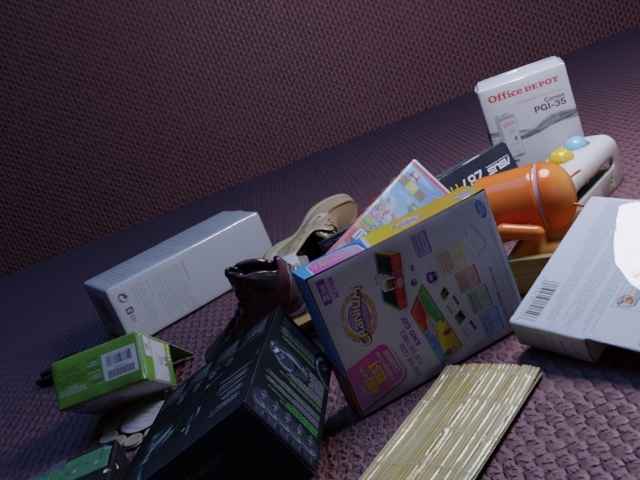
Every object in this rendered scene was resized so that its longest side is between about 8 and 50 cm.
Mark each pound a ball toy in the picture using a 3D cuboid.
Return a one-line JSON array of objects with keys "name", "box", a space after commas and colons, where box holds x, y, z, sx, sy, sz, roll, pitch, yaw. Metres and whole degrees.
[{"name": "pound a ball toy", "box": [0.478, -0.118, 1.503, 0.208, 0.135, 0.319, -4, 24, 47]}]

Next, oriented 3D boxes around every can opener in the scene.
[{"name": "can opener", "box": [-0.609, 0.306, 1.684, 0.186, 0.073, 0.059, -23, 22, 29]}]

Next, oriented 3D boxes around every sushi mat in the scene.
[{"name": "sushi mat", "box": [0.165, 0.255, 0.920, 0.151, 0.019, 0.316, -8, 21, 42]}]

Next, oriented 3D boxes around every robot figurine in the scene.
[{"name": "robot figurine", "box": [0.356, -0.065, 1.254, 0.219, 0.128, 0.158, -15, 3, 26]}]

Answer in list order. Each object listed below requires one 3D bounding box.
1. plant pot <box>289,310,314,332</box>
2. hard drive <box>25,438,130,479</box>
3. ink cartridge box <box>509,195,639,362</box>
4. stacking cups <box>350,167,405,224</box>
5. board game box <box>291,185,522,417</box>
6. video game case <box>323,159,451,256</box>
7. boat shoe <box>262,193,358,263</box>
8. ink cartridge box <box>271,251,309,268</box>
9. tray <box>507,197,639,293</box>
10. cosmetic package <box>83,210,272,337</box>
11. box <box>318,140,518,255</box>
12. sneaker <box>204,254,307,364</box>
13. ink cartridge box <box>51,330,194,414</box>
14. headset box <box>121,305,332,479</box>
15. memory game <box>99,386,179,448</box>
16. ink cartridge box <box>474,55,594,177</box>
[{"name": "plant pot", "box": [-0.065, 0.157, 1.505, 0.236, 0.032, 0.236, -21, 17, 6]}, {"name": "hard drive", "box": [-0.403, 0.434, 0.998, 0.237, 0.064, 0.339, -23, 17, -4]}, {"name": "ink cartridge box", "box": [0.440, 0.055, 1.003, 0.239, 0.060, 0.275, 11, 54, 50]}, {"name": "stacking cups", "box": [0.176, -0.095, 1.900, 0.096, 0.096, 0.316, -6, 24, 43]}, {"name": "board game box", "box": [0.145, 0.088, 1.084, 0.316, 0.242, 0.064, -25, 15, -14]}, {"name": "video game case", "box": [0.163, 0.008, 1.296, 0.285, 0.204, 0.025, -47, 0, -26]}, {"name": "boat shoe", "box": [0.000, 0.000, 1.793, 0.110, 0.121, 0.341, 4, 40, 48]}, {"name": "ink cartridge box", "box": [-0.082, 0.094, 1.508, 0.143, 0.092, 0.090, -22, 15, -5]}, {"name": "tray", "box": [0.539, -0.002, 1.171, 0.411, 0.076, 0.203, -8, 21, 37]}, {"name": "cosmetic package", "box": [-0.371, 0.085, 1.891, 0.453, 0.161, 0.230, -30, 18, -27]}, {"name": "box", "box": [0.207, -0.065, 1.570, 0.318, 0.097, 0.395, -28, 0, -26]}, {"name": "sneaker", "box": [-0.155, 0.125, 1.363, 0.281, 0.162, 0.106, -41, 34, 9]}, {"name": "ink cartridge box", "box": [-0.374, 0.275, 1.404, 0.189, 0.097, 0.255, -21, -22, 9]}, {"name": "headset box", "box": [-0.121, 0.258, 0.943, 0.246, 0.131, 0.283, -40, 11, 15]}, {"name": "memory game", "box": [-0.324, 0.331, 1.314, 0.186, 0.012, 0.186, -20, 16, 6]}, {"name": "ink cartridge box", "box": [0.503, -0.263, 1.667, 0.207, 0.283, 0.117, -17, 17, 17]}]
